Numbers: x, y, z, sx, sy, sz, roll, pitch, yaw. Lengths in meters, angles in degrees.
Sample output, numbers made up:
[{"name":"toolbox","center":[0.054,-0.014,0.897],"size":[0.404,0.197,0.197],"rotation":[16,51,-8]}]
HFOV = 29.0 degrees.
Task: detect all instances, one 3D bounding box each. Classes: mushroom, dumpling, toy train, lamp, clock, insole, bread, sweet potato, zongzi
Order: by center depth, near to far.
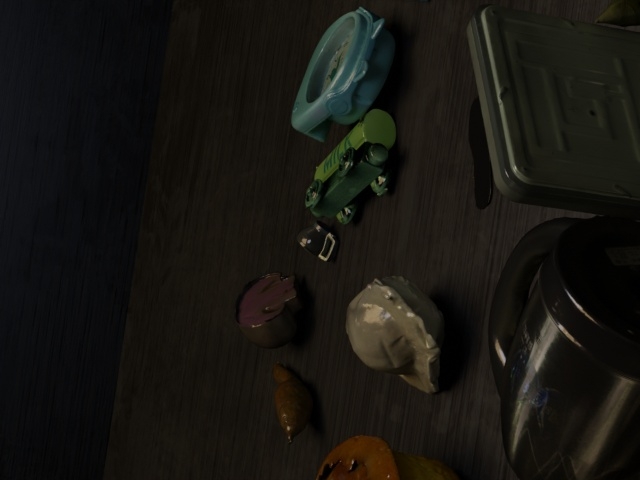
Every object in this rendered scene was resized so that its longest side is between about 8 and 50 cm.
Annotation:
[{"name":"lamp","center":[0.309,-0.149,1.449],"size":[0.047,0.266,0.269],"rotation":[124,146,-53]},{"name":"zongzi","center":[0.376,-0.303,1.544],"size":[0.104,0.113,0.052],"rotation":[-109,13,-50]},{"name":"bread","center":[0.096,0.465,1.819],"size":[0.358,0.204,0.337],"rotation":[127,142,-54]},{"name":"insole","center":[0.249,-0.138,1.914],"size":[0.064,0.004,0.188],"rotation":[144,130,-60]},{"name":"dumpling","center":[0.129,0.153,1.930],"size":[0.193,0.147,0.258],"rotation":[51,165,16]},{"name":"toy train","center":[0.058,-0.138,2.256],"size":[0.253,0.105,0.157],"rotation":[-44,29,55]},{"name":"clock","center":[0.052,-0.308,2.266],"size":[0.274,0.094,0.224],"rotation":[-17,51,65]},{"name":"sweet potato","center":[-0.054,0.299,2.388],"size":[0.269,0.074,0.075],"rotation":[-108,33,-65]},{"name":"mushroom","center":[-0.098,0.149,2.482],"size":[0.188,0.141,0.117],"rotation":[-103,-4,-59]}]

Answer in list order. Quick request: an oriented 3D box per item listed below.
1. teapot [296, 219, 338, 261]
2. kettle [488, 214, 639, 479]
[{"name":"teapot","center":[0.000,0.000,2.382],"size":[0.057,0.066,0.088],"rotation":[-54,54,17]},{"name":"kettle","center":[0.295,0.139,1.423],"size":[0.321,0.228,0.324],"rotation":[55,142,39]}]
